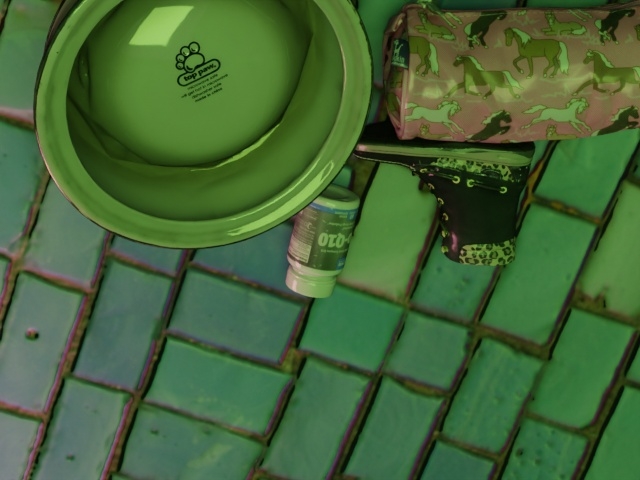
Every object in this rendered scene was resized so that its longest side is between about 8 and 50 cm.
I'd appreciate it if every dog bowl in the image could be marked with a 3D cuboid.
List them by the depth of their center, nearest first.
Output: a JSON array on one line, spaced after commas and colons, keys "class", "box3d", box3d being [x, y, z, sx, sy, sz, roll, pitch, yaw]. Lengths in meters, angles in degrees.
[{"class": "dog bowl", "box3d": [-0.149, -0.198, 1.890, 0.407, 0.150, 0.408, -9, 125, -14]}]

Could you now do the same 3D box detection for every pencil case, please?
[{"class": "pencil case", "box3d": [0.271, -0.214, 1.961, 0.386, 0.160, 0.167, -1, 142, -3]}]

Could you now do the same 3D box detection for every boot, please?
[{"class": "boot", "box3d": [0.153, -0.059, 2.047, 0.236, 0.085, 0.179, 5, 119, 5]}]

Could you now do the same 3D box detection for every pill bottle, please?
[{"class": "pill bottle", "box3d": [0.000, 0.000, 2.060, 0.078, 0.078, 0.137, 11, 109, -8]}]
